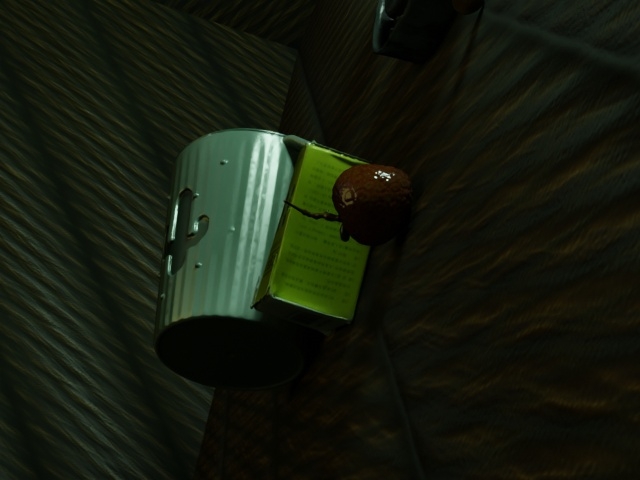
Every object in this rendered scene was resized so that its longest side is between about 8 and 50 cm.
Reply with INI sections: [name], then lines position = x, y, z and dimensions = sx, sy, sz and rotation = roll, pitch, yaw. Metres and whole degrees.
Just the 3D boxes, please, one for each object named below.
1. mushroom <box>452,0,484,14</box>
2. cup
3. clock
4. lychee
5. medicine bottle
[mushroom]
position = 0.106, -0.362, 1.319
dimensions = 0.306, 0.043, 0.068
rotation = 38, 111, 44
[cup]
position = -0.120, 0.009, 1.732
dimensions = 0.401, 0.310, 0.392
rotation = 115, 164, -53
[clock]
position = 0.171, -0.447, 1.480
dimensions = 0.386, 0.077, 0.386
rotation = -163, 90, -82
[lychee]
position = 0.054, -0.047, 1.290
dimensions = 0.140, 0.114, 0.101
rotation = -21, 16, 45
[medicine bottle]
position = 0.000, 0.000, 1.493
dimensions = 0.137, 0.141, 0.250
rotation = 145, 141, -71
